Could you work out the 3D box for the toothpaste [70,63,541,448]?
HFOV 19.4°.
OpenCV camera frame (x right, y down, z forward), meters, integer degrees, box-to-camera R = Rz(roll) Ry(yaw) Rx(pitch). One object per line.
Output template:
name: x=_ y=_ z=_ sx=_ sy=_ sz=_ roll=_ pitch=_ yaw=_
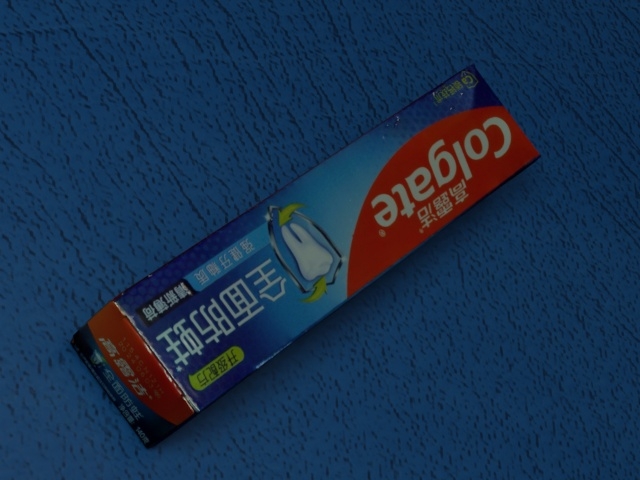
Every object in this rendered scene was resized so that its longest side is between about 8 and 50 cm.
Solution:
toothpaste: x=0.000 y=0.001 z=1.073 sx=0.320 sy=0.066 sz=0.076 roll=-36 pitch=88 yaw=-39
